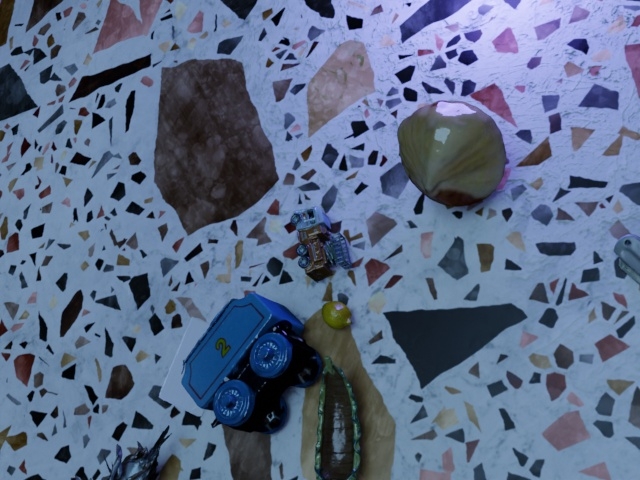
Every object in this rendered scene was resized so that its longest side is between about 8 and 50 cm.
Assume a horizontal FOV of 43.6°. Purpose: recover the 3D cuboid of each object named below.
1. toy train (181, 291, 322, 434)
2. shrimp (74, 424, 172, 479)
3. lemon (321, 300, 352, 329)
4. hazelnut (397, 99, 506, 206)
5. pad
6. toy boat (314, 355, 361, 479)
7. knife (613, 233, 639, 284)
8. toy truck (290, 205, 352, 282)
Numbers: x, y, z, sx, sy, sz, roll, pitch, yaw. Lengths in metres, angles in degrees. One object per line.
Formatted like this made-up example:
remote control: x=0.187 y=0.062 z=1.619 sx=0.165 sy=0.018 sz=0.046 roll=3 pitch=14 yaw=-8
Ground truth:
toy train: x=-0.169 y=0.299 z=1.894 sx=0.300 sy=0.188 sz=0.265 roll=-53 pitch=53 yaw=6
shrimp: x=-0.499 y=0.597 z=1.964 sx=0.137 sy=0.172 sz=0.372 roll=27 pitch=93 yaw=38
lemon: x=0.039 y=0.177 z=1.891 sx=0.092 sy=0.065 sz=0.065 roll=31 pitch=88 yaw=35
hazelnut: x=0.286 y=-0.192 z=1.784 sx=0.261 sy=0.261 sz=0.241 roll=27 pitch=58 yaw=33
pad: x=-0.322 y=0.322 z=2.065 sx=0.156 sy=0.004 sz=0.232 roll=16 pitch=81 yaw=32
toy boat: x=0.039 y=0.408 z=1.791 sx=0.108 sy=0.099 sz=0.293 roll=-7 pitch=77 yaw=24
knife: x=0.689 y=0.091 z=1.592 sx=0.073 sy=0.040 sz=0.265 roll=-49 pitch=57 yaw=17
toy truck: x=0.000 y=-0.001 z=1.967 sx=0.115 sy=0.080 sz=0.177 roll=-20 pitch=65 yaw=15
